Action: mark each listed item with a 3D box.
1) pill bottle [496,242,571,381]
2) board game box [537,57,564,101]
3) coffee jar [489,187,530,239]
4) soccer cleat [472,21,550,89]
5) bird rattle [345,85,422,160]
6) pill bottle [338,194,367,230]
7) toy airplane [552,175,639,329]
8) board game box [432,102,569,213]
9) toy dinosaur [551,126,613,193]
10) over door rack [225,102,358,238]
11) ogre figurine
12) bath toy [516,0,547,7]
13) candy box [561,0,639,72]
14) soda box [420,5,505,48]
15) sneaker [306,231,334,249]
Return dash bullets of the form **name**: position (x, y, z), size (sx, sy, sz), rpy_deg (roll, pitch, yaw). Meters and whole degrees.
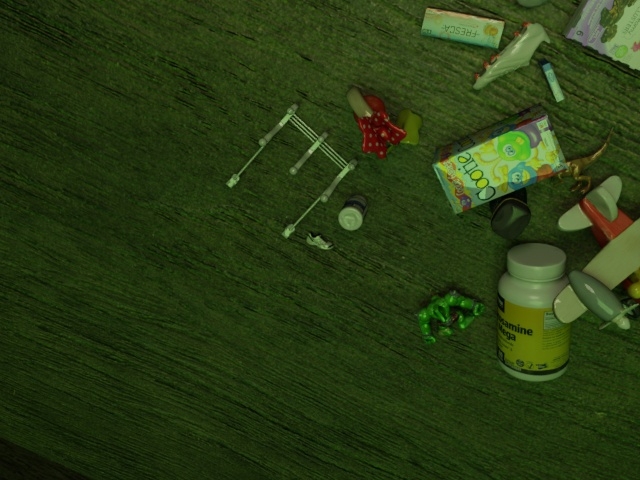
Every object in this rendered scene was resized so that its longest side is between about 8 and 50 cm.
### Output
- **pill bottle**: position (0.563, 0.186, 1.494), size (0.187, 0.188, 0.334), rpy_deg (0, 114, 15)
- **board game box**: position (0.527, -0.368, 1.294), size (0.020, 0.090, 0.090), rpy_deg (-23, 107, 22)
- **coffee jar**: position (0.465, -0.077, 1.396), size (0.079, 0.184, 0.096), rpy_deg (28, 118, 1)
- **soccer cleat**: position (0.440, -0.415, 1.312), size (0.076, 0.068, 0.196), rpy_deg (41, 115, -10)
- **bird rattle**: position (0.128, -0.283, 1.369), size (0.143, 0.253, 0.207), rpy_deg (-44, 74, 27)
- **pill bottle**: position (0.092, -0.080, 1.532), size (0.067, 0.120, 0.067), rpy_deg (6, 116, 13)
- **toy airplane**: position (0.750, 0.026, 1.312), size (0.384, 0.272, 0.387), rpy_deg (7, 95, -7)
- **board game box**: position (0.429, -0.198, 1.371), size (0.275, 0.144, 0.142), rpy_deg (-23, 106, 23)
- **toy dinosaur**: position (0.626, -0.176, 1.375), size (0.211, 0.064, 0.112), rpy_deg (-22, 106, 23)
- **over door rack**: position (-0.088, -0.173, 1.545), size (0.239, 0.108, 0.324), rpy_deg (42, 118, -6)
- **ogre figurine**: position (0.358, 0.211, 1.615), size (0.197, 0.097, 0.118), rpy_deg (-25, 118, 36)
- **bath toy**: position (0.407, -0.655, 1.170), size (0.151, 0.129, 0.348), rpy_deg (-16, 110, 21)
- **candy box**: position (0.658, -0.477, 1.218), size (0.196, 0.070, 0.165), rpy_deg (26, 118, 2)
- **soda box**: position (0.328, -0.493, 1.307), size (0.183, 0.058, 0.063), rpy_deg (15, 118, 9)
- **sneaker**: position (0.000, 0.000, 1.646), size (0.083, 0.032, 0.037), rpy_deg (16, 118, 7)
